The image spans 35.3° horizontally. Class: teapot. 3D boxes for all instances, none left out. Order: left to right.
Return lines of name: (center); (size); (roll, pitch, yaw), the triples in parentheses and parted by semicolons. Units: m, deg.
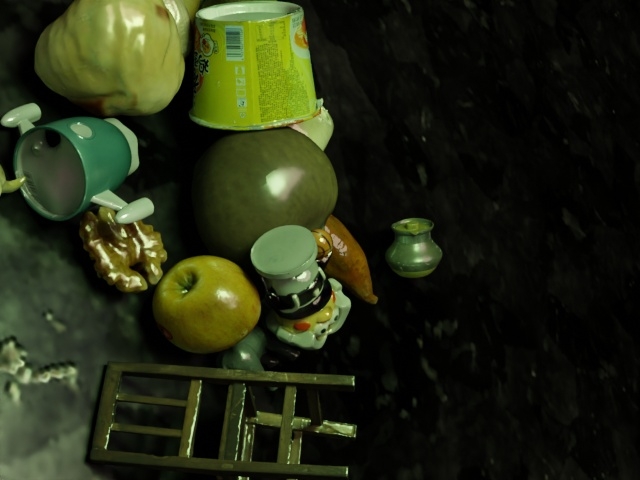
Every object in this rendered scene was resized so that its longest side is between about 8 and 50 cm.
teapot: (0.211, 0.009, 2.295); (0.165, 0.130, 0.119); (-86, 173, -71)

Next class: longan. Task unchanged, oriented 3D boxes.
longan: (-0.106, -0.076, 1.897); (0.243, 0.300, 0.300); (-3, 69, -85)

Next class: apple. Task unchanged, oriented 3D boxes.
apple: (-0.203, 0.110, 1.762); (0.155, 0.182, 0.182); (52, 39, -41)

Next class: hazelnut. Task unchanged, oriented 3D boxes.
hazelnut: (-0.370, -0.345, 1.777); (0.261, 0.261, 0.241); (33, 29, -32)

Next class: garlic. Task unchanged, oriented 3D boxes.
garlic: (-0.294, -0.408, 1.888); (0.087, 0.101, 0.195); (-30, 127, -27)

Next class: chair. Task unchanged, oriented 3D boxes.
chair: (-0.152, 0.348, 1.718); (0.240, 0.416, 0.203); (86, 9, -59)

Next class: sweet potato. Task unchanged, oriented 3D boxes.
sweet potato: (0.005, 0.003, 2.094); (0.359, 0.112, 0.112); (47, 44, -15)

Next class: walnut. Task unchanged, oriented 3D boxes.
walnut: (-0.347, 0.014, 1.747); (0.143, 0.069, 0.170); (-35, 95, -46)

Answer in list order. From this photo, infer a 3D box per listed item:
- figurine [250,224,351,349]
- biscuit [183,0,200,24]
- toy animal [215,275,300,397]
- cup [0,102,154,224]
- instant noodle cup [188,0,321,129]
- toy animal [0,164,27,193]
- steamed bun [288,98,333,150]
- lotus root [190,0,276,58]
figurine: (-0.031, 0.085, 1.819); (0.176, 0.133, 0.236); (-41, 138, -24)
biscuit: (-0.322, -0.510, 1.935); (0.237, 0.062, 0.290); (15, 97, -44)
toy animal: (-0.112, 0.188, 1.895); (0.137, 0.082, 0.269); (46, 41, -22)
cup: (-0.399, -0.136, 1.698); (0.300, 0.167, 0.173); (40, 35, 11)
instant noodle cup: (-0.132, -0.340, 1.911); (0.264, 0.264, 0.200); (-32, 126, -49)
toy animal: (-0.575, -0.147, 1.558); (0.233, 0.121, 0.168); (55, 31, -15)
steamed bun: (-0.061, -0.220, 2.101); (0.170, 0.152, 0.238); (46, 41, -19)
lotus root: (-0.173, -0.531, 2.055); (0.149, 0.260, 0.267); (32, 50, -31)
